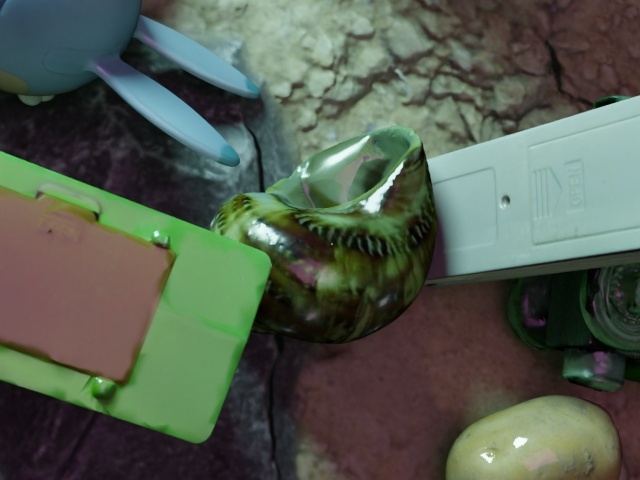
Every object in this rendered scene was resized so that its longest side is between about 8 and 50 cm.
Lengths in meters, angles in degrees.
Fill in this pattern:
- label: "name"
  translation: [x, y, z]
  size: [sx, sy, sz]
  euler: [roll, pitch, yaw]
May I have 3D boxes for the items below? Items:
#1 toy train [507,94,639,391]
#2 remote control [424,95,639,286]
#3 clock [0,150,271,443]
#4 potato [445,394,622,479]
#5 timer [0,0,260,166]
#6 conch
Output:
- label: "toy train"
  translation: [0.268, 0.010, 0.709]
  size: [0.188, 0.132, 0.243]
  euler: [16, 77, -17]
- label: "remote control"
  translation: [0.170, -0.028, 0.621]
  size: [0.055, 0.277, 0.103]
  euler: [8, 77, -36]
- label: "clock"
  translation: [-0.170, 0.035, 0.542]
  size: [0.219, 0.255, 0.106]
  euler: [21, 78, -11]
- label: "potato"
  translation: [0.169, 0.178, 0.670]
  size: [0.147, 0.112, 0.112]
  euler: [-10, 83, -10]
- label: "timer"
  translation: [-0.184, -0.151, 0.646]
  size: [0.175, 0.175, 0.255]
  euler: [-46, 121, -15]
- label: "conch"
  translation: [0.000, 0.003, 0.658]
  size: [0.181, 0.187, 0.124]
  euler: [-8, 122, 9]
